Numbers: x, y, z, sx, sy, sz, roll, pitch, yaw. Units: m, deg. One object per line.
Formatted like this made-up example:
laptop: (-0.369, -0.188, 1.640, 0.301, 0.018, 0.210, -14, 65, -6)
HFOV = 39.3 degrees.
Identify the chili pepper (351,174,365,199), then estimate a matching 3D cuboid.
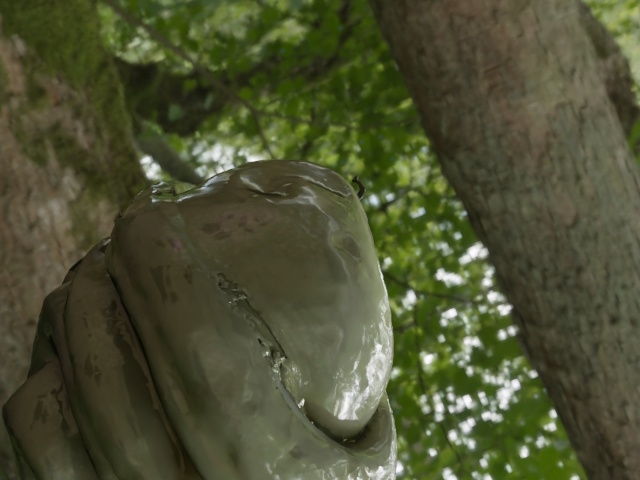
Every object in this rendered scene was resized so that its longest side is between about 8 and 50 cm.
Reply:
chili pepper: (0.000, 0.000, 0.939, 0.050, 0.059, 0.268, -37, -172, 39)

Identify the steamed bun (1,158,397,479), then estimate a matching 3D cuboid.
steamed bun: (-0.103, 0.111, 0.661, 0.247, 0.339, 0.352, 3, 173, -18)
